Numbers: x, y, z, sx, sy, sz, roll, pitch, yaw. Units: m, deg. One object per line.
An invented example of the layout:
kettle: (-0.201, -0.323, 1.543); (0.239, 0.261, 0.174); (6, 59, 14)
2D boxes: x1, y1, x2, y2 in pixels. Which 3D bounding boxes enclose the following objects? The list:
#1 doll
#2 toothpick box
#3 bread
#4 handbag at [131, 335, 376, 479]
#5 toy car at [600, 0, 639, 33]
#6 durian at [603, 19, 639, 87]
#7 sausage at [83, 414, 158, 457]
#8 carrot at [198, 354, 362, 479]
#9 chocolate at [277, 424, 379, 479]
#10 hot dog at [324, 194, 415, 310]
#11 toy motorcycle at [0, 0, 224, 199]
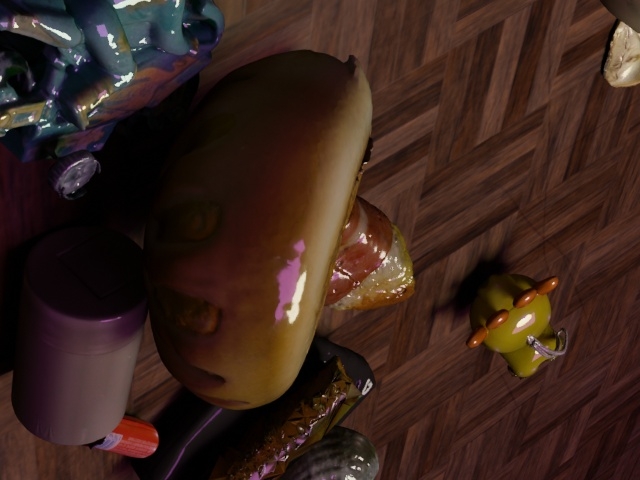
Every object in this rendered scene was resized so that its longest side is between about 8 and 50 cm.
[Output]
doll: (0.252, 0.107, 2.112); (0.143, 0.135, 0.221); (-34, 164, -1)
toothpick box: (-0.211, 0.084, 1.419); (0.111, 0.111, 0.181); (-26, 149, -34)
bread: (-0.059, -0.012, 1.349); (0.333, 0.160, 0.333); (16, 90, -87)
handbag: (-0.076, 0.195, 1.827); (0.247, 0.080, 0.223); (-47, 147, 8)
toy car: (0.336, -0.261, 1.476); (0.226, 0.336, 0.242); (-29, 150, -28)
durian: (0.369, -0.233, 1.922); (0.066, 0.052, 0.130); (-1, 141, -1)
sausage: (-0.204, 0.198, 1.674); (0.048, 0.050, 0.145); (-23, 160, 16)
carrot: (-0.048, 0.218, 1.751); (0.228, 0.069, 0.069); (-43, 154, 1)
chocolate: (-0.045, 0.297, 1.813); (0.248, 0.110, 0.110); (-42, 154, 2)
hot dog: (0.001, -0.005, 1.630); (0.123, 0.093, 0.261); (-40, 140, 8)
toy motorcycle: (-0.157, -0.137, 1.180); (0.296, 0.109, 0.198); (-17, 145, -56)
